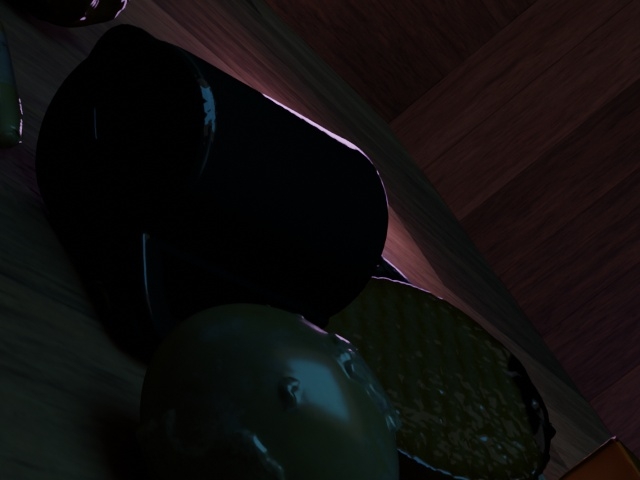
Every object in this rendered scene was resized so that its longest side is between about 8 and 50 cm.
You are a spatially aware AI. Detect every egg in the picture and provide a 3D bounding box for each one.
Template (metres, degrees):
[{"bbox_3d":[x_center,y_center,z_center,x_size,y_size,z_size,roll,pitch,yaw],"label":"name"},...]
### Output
[{"bbox_3d":[-0.034,0.136,0.786,0.201,0.164,0.164,51,11,-10],"label":"egg"}]

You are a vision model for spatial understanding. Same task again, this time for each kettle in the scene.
[{"bbox_3d":[-0.102,-0.017,1.053,0.203,0.262,0.308,16,-5,31],"label":"kettle"}]

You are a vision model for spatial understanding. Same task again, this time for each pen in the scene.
[{"bbox_3d":[-0.283,-0.143,1.030,0.233,0.032,0.040,-116,-174,-52],"label":"pen"}]

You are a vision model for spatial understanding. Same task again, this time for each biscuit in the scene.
[{"bbox_3d":[0.118,0.160,1.305,0.318,0.040,0.318,23,31,-15],"label":"biscuit"}]

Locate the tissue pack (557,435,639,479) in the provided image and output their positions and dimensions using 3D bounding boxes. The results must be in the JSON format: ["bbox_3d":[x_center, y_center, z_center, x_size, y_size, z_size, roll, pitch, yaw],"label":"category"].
[{"bbox_3d":[0.545,0.493,1.975,0.274,0.145,0.194,41,13,-38],"label":"tissue pack"}]

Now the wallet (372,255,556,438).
[{"bbox_3d":[0.180,0.156,1.715,0.379,0.046,0.191,48,-13,-12],"label":"wallet"}]

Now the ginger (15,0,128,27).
[{"bbox_3d":[-0.335,-0.334,1.269,0.309,0.107,0.133,44,-11,-27],"label":"ginger"}]

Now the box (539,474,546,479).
[{"bbox_3d":[0.202,0.268,1.525,0.256,0.069,0.164,37,18,-52],"label":"box"}]
